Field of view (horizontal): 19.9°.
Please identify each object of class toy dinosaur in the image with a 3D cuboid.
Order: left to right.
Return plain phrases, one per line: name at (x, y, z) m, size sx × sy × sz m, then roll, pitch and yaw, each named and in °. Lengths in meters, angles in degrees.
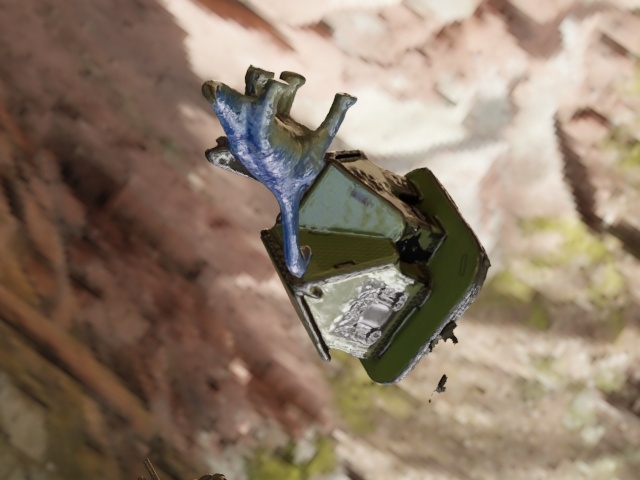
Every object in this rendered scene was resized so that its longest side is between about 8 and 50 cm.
toy dinosaur at (-0.055, -0.058, 1.613) m, size 0.075 × 0.188 × 0.248 m, roll 22°, pitch -171°, yaw 29°

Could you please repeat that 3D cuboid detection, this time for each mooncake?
mooncake at (0.004, 0.183, 1.709) m, size 0.057 × 0.347 × 0.150 m, roll 48°, pitch -169°, yaw -18°

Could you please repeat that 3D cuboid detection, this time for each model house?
model house at (0.000, 0.000, 1.958) m, size 0.279 × 0.205 × 0.218 m, roll 23°, pitch -158°, yaw -36°

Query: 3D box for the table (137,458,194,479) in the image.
table at (-0.283, 0.409, 2.515) m, size 0.111 × 0.240 × 0.121 m, roll 48°, pitch 152°, yaw 14°
